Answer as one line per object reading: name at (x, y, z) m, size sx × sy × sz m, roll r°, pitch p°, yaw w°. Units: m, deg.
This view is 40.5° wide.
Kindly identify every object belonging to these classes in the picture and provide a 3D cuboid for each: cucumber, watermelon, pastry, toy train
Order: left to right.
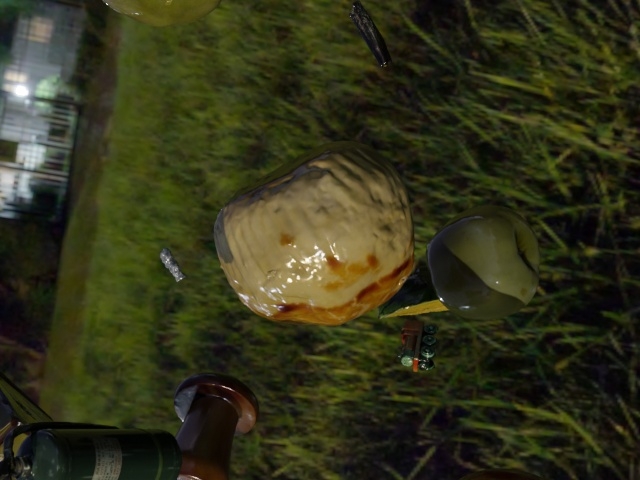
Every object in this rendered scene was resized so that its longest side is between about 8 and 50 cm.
pastry at (0.000, 0.000, 1.614) m, size 0.312 × 0.388 × 0.388 m, roll 60°, pitch 167°, yaw -7°
cucumber at (0.097, -0.393, 1.649) m, size 0.135 × 0.033 × 0.034 m, roll 57°, pitch 154°, yaw 4°
toy train at (0.166, 0.179, 1.474) m, size 0.103 × 0.064 × 0.044 m, roll -72°, pitch -14°, yaw -51°
watermelon at (0.278, 0.141, 2.160) m, size 0.123 × 0.301 × 0.129 m, roll 54°, pitch 137°, yaw 41°

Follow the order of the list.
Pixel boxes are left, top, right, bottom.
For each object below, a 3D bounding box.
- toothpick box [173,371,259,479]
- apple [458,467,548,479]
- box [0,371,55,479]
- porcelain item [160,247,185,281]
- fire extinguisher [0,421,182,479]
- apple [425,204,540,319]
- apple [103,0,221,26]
toothpick box at (-0.246, 0.418, 1.857) m, size 0.294 × 0.192 × 0.192 m, roll -73°, pitch 4°, yaw -50°
apple at (0.314, 0.524, 1.363) m, size 0.277 × 0.348 × 0.348 m, roll -51°, pitch 30°, yaw 37°
box at (-0.589, 0.423, 1.742) m, size 0.138 × 0.420 × 0.373 m, roll -45°, pitch 41°, yaw -14°
porcelain item at (-0.341, 0.055, 2.000) m, size 0.083 × 0.028 × 0.036 m, roll 61°, pitch 151°, yaw -8°
fire extinguisher at (-0.308, 0.284, 1.104) m, size 0.093 × 0.294 × 0.118 m, roll -29°, pitch 66°, yaw 25°
apple at (0.362, 0.049, 1.937) m, size 0.262 × 0.262 × 0.262 m, roll -171°, pitch 90°, yaw -76°
apple at (-0.285, -0.496, 1.487) m, size 0.279 × 0.279 × 0.279 m, roll -171°, pitch 90°, yaw -76°
